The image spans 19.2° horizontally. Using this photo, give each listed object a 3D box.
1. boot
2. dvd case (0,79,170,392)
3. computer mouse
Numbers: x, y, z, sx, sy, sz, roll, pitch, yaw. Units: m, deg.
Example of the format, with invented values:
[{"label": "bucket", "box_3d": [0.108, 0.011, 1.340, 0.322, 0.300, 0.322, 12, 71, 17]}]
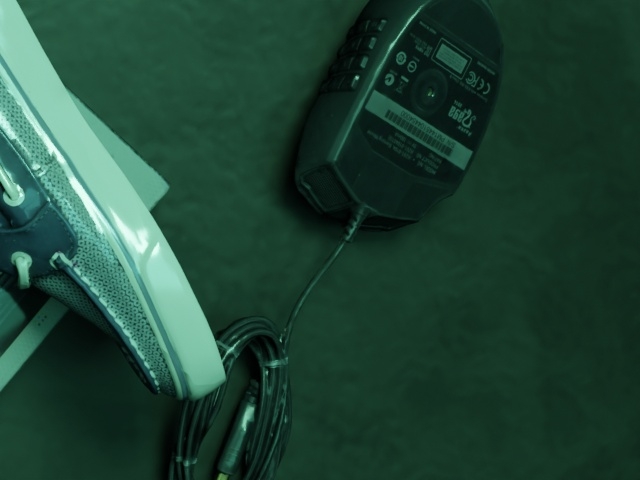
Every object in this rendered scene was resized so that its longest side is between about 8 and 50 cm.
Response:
[{"label": "boot", "box_3d": [-0.114, -0.010, 0.651, 0.086, 0.069, 0.190, -33, 97, -13]}, {"label": "dvd case", "box_3d": [-0.192, 0.011, 0.662, 0.179, 0.029, 0.238, 44, 74, -20]}, {"label": "computer mouse", "box_3d": [0.000, 0.000, 0.750, 0.071, 0.041, 0.242, 32, 84, -39]}]
